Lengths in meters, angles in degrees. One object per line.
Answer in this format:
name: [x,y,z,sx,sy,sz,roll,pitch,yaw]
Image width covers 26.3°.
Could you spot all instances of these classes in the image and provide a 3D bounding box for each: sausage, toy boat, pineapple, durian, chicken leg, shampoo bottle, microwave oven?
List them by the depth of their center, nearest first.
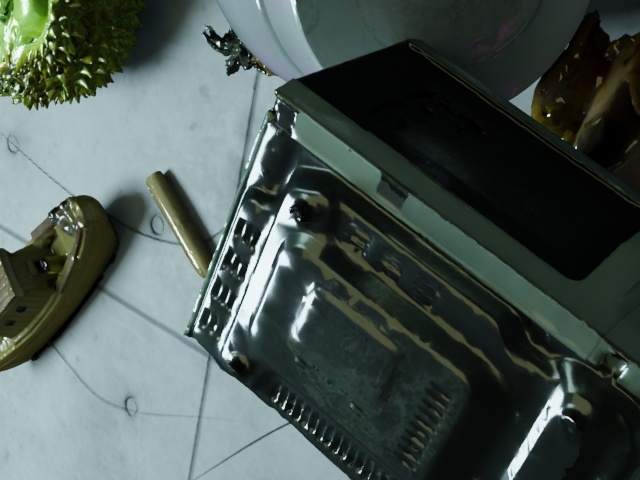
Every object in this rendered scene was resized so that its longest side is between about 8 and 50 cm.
microwave oven: [0.088,0.051,0.855,0.295,0.181,0.237,38,126,20]
chicken leg: [0.198,-0.013,0.996,0.409,0.182,0.295,-27,69,31]
shampoo bottle: [0.052,-0.230,1.025,0.266,0.273,0.273,-131,47,-63]
pineapple: [-0.038,-0.190,1.274,0.197,0.108,0.108,-4,95,56]
durian: [-0.289,-0.240,1.441,0.237,0.176,0.200,-27,69,37]
sausage: [-0.147,-0.016,1.449,0.024,0.024,0.132,-48,64,38]
toy boat: [-0.339,0.053,1.580,0.321,0.121,0.089,-45,61,39]
